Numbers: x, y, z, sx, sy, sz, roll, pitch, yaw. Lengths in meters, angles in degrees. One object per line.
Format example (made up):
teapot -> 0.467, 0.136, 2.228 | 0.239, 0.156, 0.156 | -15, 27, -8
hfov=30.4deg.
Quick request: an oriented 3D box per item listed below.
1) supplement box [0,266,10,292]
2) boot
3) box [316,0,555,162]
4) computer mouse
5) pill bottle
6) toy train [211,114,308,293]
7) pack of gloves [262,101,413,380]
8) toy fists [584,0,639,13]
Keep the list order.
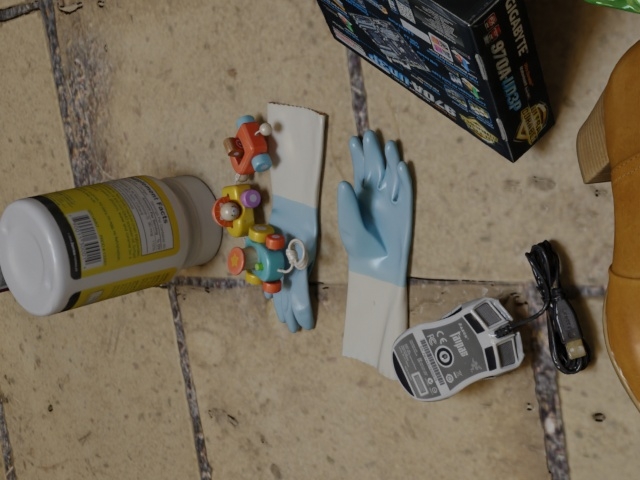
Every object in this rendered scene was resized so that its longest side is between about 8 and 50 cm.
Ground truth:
supplement box -> -0.452, 0.028, 1.607 | 0.083, 0.043, 0.055 | 39, 129, 35
boot -> 0.249, 0.001, 0.722 | 0.211, 0.104, 0.295 | 118, 137, -70
box -> 0.070, -0.173, 0.893 | 0.220, 0.051, 0.175 | 40, 171, 33
computer mouse -> 0.136, 0.079, 0.979 | 0.193, 0.042, 0.106 | -27, 85, 42
pill bottle -> -0.211, -0.002, 1.209 | 0.119, 0.208, 0.119 | 16, 112, 44
toy train -> -0.070, -0.031, 1.145 | 0.125, 0.046, 0.166 | -51, 53, 53
pack of gloves -> 0.000, 0.000, 1.101 | 0.195, 0.046, 0.232 | 18, 114, 43
toy fists -> 0.162, -0.249, 0.813 | 0.279, 0.096, 0.142 | 27, 120, 42
